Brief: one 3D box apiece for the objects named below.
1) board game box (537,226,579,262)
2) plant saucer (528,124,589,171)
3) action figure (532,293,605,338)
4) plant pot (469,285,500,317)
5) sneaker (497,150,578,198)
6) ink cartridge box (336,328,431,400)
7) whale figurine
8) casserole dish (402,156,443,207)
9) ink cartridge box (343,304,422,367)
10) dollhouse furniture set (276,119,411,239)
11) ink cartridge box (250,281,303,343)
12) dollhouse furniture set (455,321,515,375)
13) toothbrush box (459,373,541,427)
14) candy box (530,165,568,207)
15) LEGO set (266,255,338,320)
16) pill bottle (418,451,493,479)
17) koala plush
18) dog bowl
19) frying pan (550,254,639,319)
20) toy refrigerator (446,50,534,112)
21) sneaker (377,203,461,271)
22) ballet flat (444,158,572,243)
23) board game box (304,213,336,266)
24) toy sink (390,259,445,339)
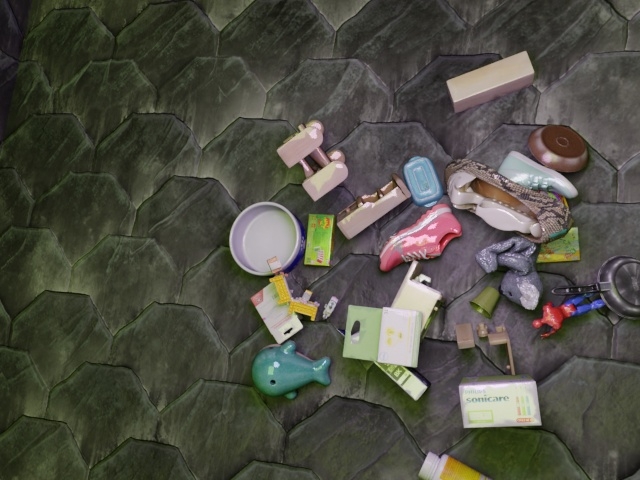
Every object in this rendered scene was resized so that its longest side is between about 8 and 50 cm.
[{"bbox_3d":[0.735,0.015,1.805,0.154,0.026,0.104,-5,94,16],"label":"board game box"},{"bbox_3d":[0.763,-0.303,1.807,0.198,0.036,0.199,3,56,-4],"label":"plant saucer"},{"bbox_3d":[0.763,0.216,1.753,0.280,0.139,0.092,-20,72,-11],"label":"action figure"},{"bbox_3d":[0.534,0.191,1.827,0.083,0.083,0.079,36,79,19],"label":"plant pot"},{"bbox_3d":[0.671,-0.163,1.805,0.256,0.094,0.151,37,92,32],"label":"sneaker"},{"bbox_3d":[0.208,0.376,1.839,0.332,0.165,0.065,39,92,17],"label":"ink cartridge box"},{"bbox_3d":[-0.101,0.449,1.921,0.271,0.141,0.217,3,104,5],"label":"whale figurine"},{"bbox_3d":[0.351,-0.207,1.965,0.114,0.037,0.189,-20,77,13],"label":"casserole dish"},{"bbox_3d":[0.188,0.290,1.749,0.234,0.056,0.171,5,79,13],"label":"ink cartridge box"},{"bbox_3d":[0.079,-0.245,1.895,0.256,0.362,0.394,-35,101,9],"label":"dollhouse furniture set"},{"bbox_3d":[-0.145,0.256,2.015,0.115,0.067,0.198,-36,71,8],"label":"ink cartridge box"},{"bbox_3d":[0.513,0.340,1.782,0.151,0.144,0.123,-11,107,13],"label":"dollhouse furniture set"},{"bbox_3d":[0.521,0.465,1.670,0.206,0.283,0.122,-7,78,14],"label":"toothbrush box"},{"bbox_3d":[0.733,-0.138,1.845,0.105,0.027,0.206,-18,76,17],"label":"candy box"},{"bbox_3d":[-0.081,0.170,1.958,0.287,0.107,0.132,37,107,0],"label":"LEGO set"},{"bbox_3d":[0.414,0.738,1.741,0.214,0.117,0.117,25,88,18],"label":"pill bottle"},{"bbox_3d":[0.611,0.104,1.748,0.203,0.196,0.221,-24,79,16],"label":"koala plush"},{"bbox_3d":[-0.188,0.000,2.052,0.264,0.104,0.265,-3,79,16],"label":"dog bowl"},{"bbox_3d":[0.868,0.115,1.701,0.326,0.053,0.197,19,71,-1],"label":"frying pan"},{"bbox_3d":[0.570,-0.535,1.922,0.269,0.102,0.094,-18,76,13],"label":"toy refrigerator"},{"bbox_3d":[0.328,0.015,1.878,0.313,0.116,0.136,-39,60,7],"label":"sneaker"},{"bbox_3d":[0.519,-0.124,1.738,0.182,0.164,0.482,-23,39,-30],"label":"ballet flat"},{"bbox_3d":[0.000,0.000,2.028,0.092,0.043,0.182,3,82,16],"label":"board game box"},{"bbox_3d":[0.320,0.203,1.843,0.131,0.153,0.234,25,87,19],"label":"toy sink"}]
